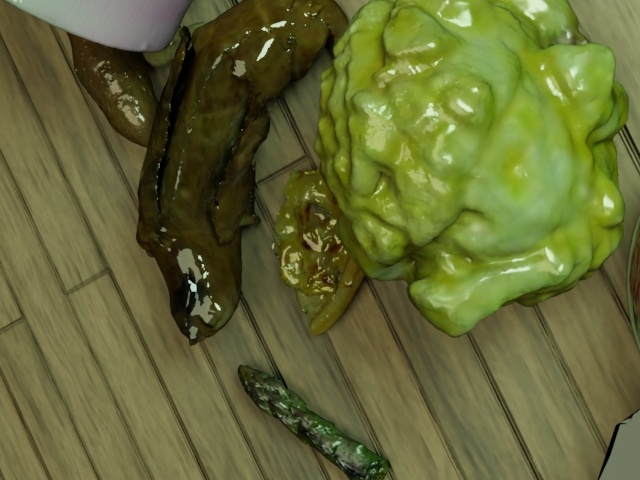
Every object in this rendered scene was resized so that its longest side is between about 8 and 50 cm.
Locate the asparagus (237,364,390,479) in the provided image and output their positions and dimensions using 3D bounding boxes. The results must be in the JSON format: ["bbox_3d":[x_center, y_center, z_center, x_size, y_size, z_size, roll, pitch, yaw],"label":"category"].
[{"bbox_3d":[-0.011,0.161,1.028,0.165,0.030,0.036,37,139,15],"label":"asparagus"}]

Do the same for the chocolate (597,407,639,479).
[{"bbox_3d":[0.274,0.144,0.841,0.149,0.080,0.125,-9,84,18],"label":"chocolate"}]

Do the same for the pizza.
[{"bbox_3d":[0.000,0.000,0.987,0.099,0.036,0.160,28,111,21],"label":"pizza"}]

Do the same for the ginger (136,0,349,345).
[{"bbox_3d":[-0.084,-0.077,0.980,0.133,0.107,0.309,25,110,5],"label":"ginger"}]

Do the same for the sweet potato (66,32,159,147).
[{"bbox_3d":[-0.192,-0.163,1.046,0.060,0.068,0.205,-24,85,-5],"label":"sweet potato"}]

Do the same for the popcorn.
[{"bbox_3d":[0.107,-0.059,0.809,0.256,0.254,0.195,37,157,-26],"label":"popcorn"}]

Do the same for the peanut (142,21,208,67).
[{"bbox_3d":[-0.123,-0.172,1.021,0.083,0.037,0.037,0,100,32],"label":"peanut"}]

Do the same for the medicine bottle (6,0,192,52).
[{"bbox_3d":[-0.138,-0.333,0.886,0.212,0.212,0.325,36,111,18],"label":"medicine bottle"}]

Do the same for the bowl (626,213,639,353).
[{"bbox_3d":[0.328,0.026,0.720,0.277,0.145,0.276,-1,86,18],"label":"bowl"}]
